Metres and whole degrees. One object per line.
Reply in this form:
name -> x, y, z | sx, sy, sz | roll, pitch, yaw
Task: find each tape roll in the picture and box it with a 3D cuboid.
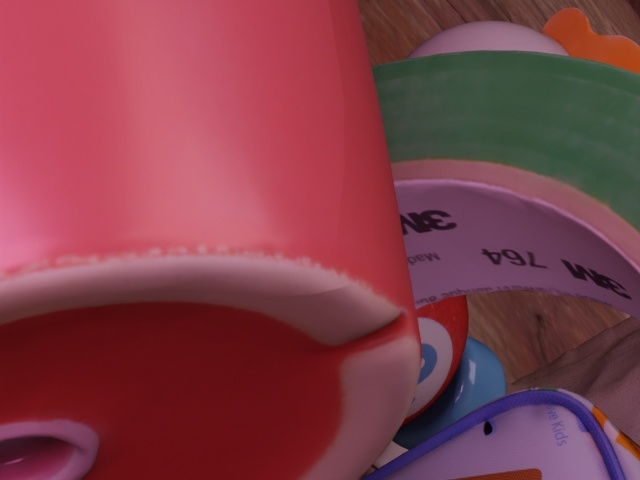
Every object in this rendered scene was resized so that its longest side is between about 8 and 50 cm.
tape roll -> 0.019, 0.095, 0.503 | 0.077, 0.321, 0.321 | 45, 23, -45

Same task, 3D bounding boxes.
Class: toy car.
toy car -> 0.065, -0.023, 0.869 | 0.219, 0.238, 0.210 | 27, 48, -41

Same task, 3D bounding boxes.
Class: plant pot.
plant pot -> -0.103, -0.037, 0.459 | 0.275, 0.275, 0.243 | 30, 33, -53

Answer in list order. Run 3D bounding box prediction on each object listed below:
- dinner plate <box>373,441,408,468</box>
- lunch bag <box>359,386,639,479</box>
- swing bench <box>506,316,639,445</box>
dinner plate -> 0.041, 0.070, 1.015 | 0.141, 0.017, 0.141 | 34, 46, -44
lunch bag -> 0.068, 0.213, 0.587 | 0.115, 0.243, 0.303 | 40, 26, -41
swing bench -> 0.263, 0.122, 1.170 | 0.255, 0.253, 0.165 | 34, 31, -51
